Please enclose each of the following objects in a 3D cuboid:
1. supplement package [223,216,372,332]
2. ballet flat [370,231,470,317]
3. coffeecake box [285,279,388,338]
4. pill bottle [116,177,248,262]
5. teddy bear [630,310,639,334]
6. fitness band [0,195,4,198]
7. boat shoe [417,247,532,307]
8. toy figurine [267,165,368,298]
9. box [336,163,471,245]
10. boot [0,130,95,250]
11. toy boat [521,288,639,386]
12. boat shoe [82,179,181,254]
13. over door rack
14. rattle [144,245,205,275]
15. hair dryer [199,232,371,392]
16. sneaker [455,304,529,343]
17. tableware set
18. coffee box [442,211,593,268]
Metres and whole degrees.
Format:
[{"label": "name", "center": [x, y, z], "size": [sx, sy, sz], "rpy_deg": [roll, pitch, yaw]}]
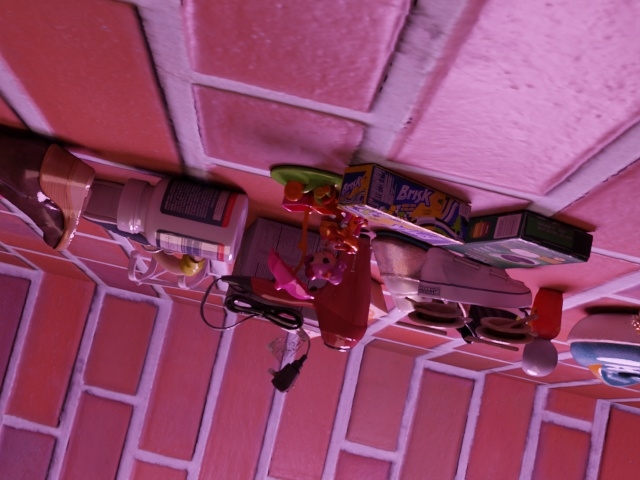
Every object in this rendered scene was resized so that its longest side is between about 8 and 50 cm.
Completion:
[{"label": "supplement package", "center": [-0.043, 0.068, 1.823], "size": [0.203, 0.149, 0.194], "rpy_deg": [16, 170, -10]}, {"label": "ballet flat", "center": [0.173, 0.076, 1.718], "size": [0.107, 0.106, 0.316], "rpy_deg": [6, 167, 35]}, {"label": "coffeecake box", "center": [0.023, 0.133, 2.122], "size": [0.185, 0.068, 0.142], "rpy_deg": [-19, 160, 17]}, {"label": "pill bottle", "center": [-0.206, -0.036, 1.574], "size": [0.180, 0.108, 0.108], "rpy_deg": [13, 170, 1]}, {"label": "teddy bear", "center": [0.628, 0.149, 1.540], "size": [0.338, 0.113, 0.245], "rpy_deg": [10, 172, 17]}, {"label": "fitness band", "center": [-0.511, -0.105, 1.738], "size": [0.209, 0.054, 0.291], "rpy_deg": [11, 169, 12]}, {"label": "boat shoe", "center": [0.243, 0.055, 1.582], "size": [0.095, 0.084, 0.258], "rpy_deg": [7, 179, 38]}, {"label": "toy figurine", "center": [0.000, 0.000, 1.366], "size": [0.173, 0.159, 0.130], "rpy_deg": [7, 169, 26]}, {"label": "box", "center": [0.106, -0.042, 1.301], "size": [0.169, 0.054, 0.059], "rpy_deg": [20, 167, -34]}, {"label": "boot", "center": [-0.453, -0.087, 1.583], "size": [0.207, 0.090, 0.248], "rpy_deg": [22, 147, -9]}, {"label": "toy boat", "center": [0.488, 0.192, 1.838], "size": [0.318, 0.148, 0.267], "rpy_deg": [17, 169, -22]}, {"label": "boat shoe", "center": [-0.283, -0.031, 1.734], "size": [0.254, 0.095, 0.079], "rpy_deg": [12, 168, 11]}, {"label": "over door rack", "center": [-0.201, 0.047, 2.086], "size": [0.239, 0.108, 0.324], "rpy_deg": [9, -177, 20]}, {"label": "rattle", "center": [-0.264, -0.032, 1.894], "size": [0.200, 0.143, 0.130], "rpy_deg": [25, 143, 27]}, {"label": "hair dryer", "center": [-0.026, 0.096, 1.670], "size": [0.223, 0.293, 0.080], "rpy_deg": [48, -173, -16]}, {"label": "sneaker", "center": [0.297, 0.153, 2.007], "size": [0.235, 0.097, 0.084], "rpy_deg": [18, 169, -29]}, {"label": "tableware set", "center": [0.225, 0.116, 1.569], "size": [0.194, 0.039, 0.128], "rpy_deg": [11, -169, 24]}, {"label": "coffee box", "center": [0.255, 0.001, 1.389], "size": [0.113, 0.040, 0.184], "rpy_deg": [18, 169, -22]}]
